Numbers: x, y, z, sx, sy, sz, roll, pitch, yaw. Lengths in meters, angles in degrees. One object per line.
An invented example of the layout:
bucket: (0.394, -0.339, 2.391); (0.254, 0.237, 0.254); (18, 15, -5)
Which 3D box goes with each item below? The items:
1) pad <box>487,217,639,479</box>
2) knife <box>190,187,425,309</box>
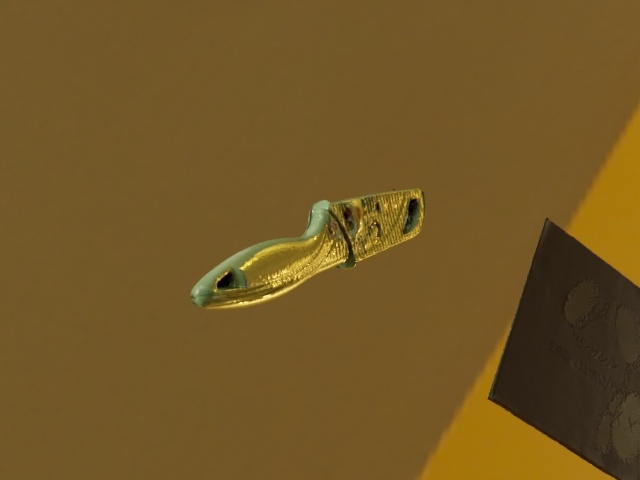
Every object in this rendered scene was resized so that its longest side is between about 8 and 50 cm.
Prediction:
pad: (0.188, 0.084, 1.074); (0.190, 0.004, 0.127); (33, -115, -31)
knife: (0.002, 0.000, 0.939); (0.293, 0.020, 0.043); (-18, -85, -63)
